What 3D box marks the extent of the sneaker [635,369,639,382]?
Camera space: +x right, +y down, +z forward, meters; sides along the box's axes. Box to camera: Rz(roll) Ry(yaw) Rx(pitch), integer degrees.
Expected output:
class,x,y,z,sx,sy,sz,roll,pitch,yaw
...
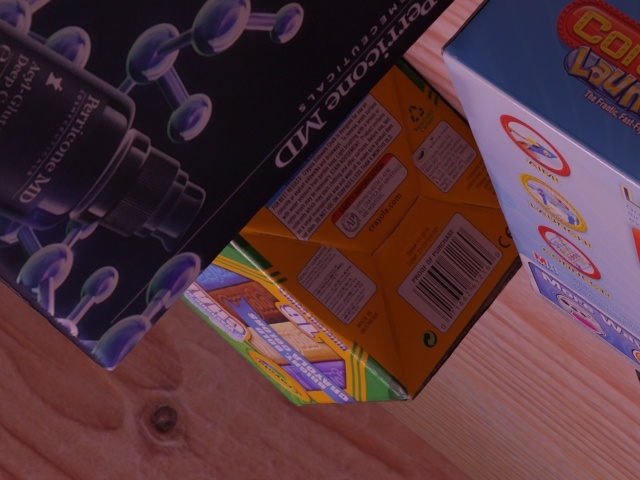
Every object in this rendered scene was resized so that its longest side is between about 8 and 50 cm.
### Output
class,x,y,z,sx,sy,sz,roll,pitch,yaw
sneaker,0.259,0.108,1.242,0.077,0.072,0.178,54,164,-7

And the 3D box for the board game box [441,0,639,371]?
class,x,y,z,sx,sy,sz,roll,pitch,yaw
board game box,0.224,0.025,0.904,0.308,0.086,0.302,38,170,26

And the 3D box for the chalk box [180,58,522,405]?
class,x,y,z,sx,sy,sz,roll,pitch,yaw
chalk box,0.000,0.000,1.344,0.179,0.180,0.289,44,161,-12

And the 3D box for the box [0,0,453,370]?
class,x,y,z,sx,sy,sz,roll,pitch,yaw
box,-0.143,-0.168,0.884,0.212,0.293,0.395,37,171,30
